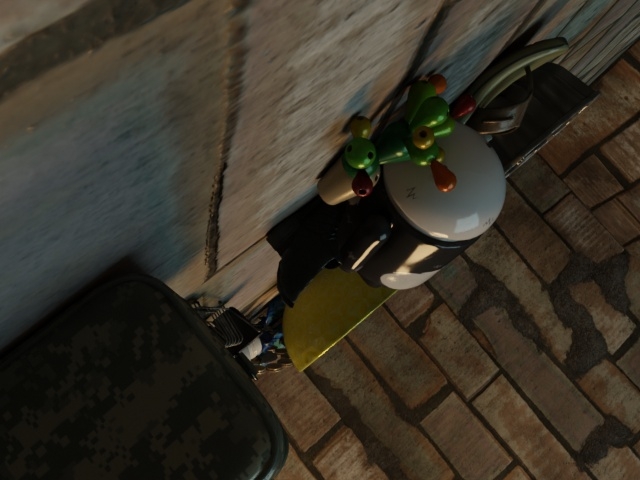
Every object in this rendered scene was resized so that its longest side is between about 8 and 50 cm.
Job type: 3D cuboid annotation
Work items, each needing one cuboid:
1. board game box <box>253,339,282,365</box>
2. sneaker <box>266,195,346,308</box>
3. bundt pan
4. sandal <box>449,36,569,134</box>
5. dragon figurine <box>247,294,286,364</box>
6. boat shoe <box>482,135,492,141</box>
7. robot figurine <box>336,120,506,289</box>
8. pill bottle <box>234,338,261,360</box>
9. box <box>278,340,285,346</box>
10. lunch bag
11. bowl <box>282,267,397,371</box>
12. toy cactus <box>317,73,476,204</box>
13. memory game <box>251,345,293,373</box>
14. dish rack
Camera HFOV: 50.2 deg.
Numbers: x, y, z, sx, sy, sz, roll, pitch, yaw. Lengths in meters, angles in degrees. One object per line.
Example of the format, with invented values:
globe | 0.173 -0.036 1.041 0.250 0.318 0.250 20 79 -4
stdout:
board game box | -0.103 0.241 1.812 0.336 0.079 0.253 -45 171 31
sneaker | 0.001 -0.001 0.849 0.170 0.089 0.051 -37 172 -22
bundt pan | 0.342 -0.198 1.255 0.330 0.124 0.331 -39 172 -7
sandal | 0.241 -0.179 1.002 0.303 0.086 0.120 -43 172 23
dragon figurine | -0.088 0.174 1.460 0.289 0.085 0.144 -33 170 -47
boat shoe | 0.189 -0.117 1.133 0.227 0.081 0.079 -46 171 34
robot figurine | 0.123 -0.043 0.919 0.278 0.173 0.209 130 -27 -54
pill bottle | -0.186 0.222 1.251 0.160 0.087 0.087 -35 171 -39
box | -0.026 0.170 1.559 0.179 0.043 0.105 -59 -166 -6
lunch bag | -0.188 0.200 0.598 0.305 0.212 0.256 -40 167 -10
bowl | 0.024 0.102 1.316 0.289 0.156 0.289 -39 172 -6
toy cactus | 0.074 -0.088 0.729 0.180 0.112 0.219 -33 -173 39
memory game | -0.145 0.263 1.519 0.186 0.012 0.186 0 -172 0
dish rack | -0.195 0.166 0.928 0.208 0.074 0.271 -41 172 -2
